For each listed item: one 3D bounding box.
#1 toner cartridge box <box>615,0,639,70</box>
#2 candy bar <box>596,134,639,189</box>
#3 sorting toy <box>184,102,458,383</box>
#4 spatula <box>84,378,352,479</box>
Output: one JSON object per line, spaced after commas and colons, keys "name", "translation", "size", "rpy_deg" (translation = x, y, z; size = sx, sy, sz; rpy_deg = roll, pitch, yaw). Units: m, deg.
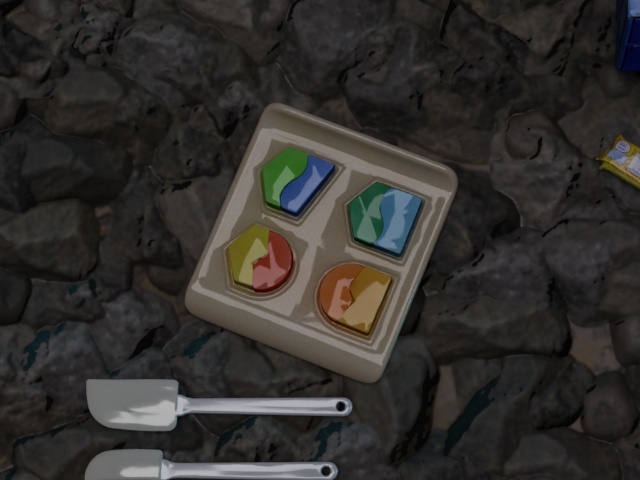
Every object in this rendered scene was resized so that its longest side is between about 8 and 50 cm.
{"name": "toner cartridge box", "translation": [0.425, -0.196, 1.492], "size": [0.347, 0.165, 0.075], "rpy_deg": [1, 79, 5]}
{"name": "candy bar", "translation": [0.319, -0.041, 1.586], "size": [0.161, 0.018, 0.040], "rpy_deg": [32, 82, 10]}
{"name": "sorting toy", "translation": [0.000, 0.000, 1.602], "size": [0.193, 0.038, 0.208], "rpy_deg": [21, 84, 8]}
{"name": "spatula", "translation": [-0.094, 0.208, 1.592], "size": [0.242, 0.019, 0.168], "rpy_deg": [1, 76, 5]}
